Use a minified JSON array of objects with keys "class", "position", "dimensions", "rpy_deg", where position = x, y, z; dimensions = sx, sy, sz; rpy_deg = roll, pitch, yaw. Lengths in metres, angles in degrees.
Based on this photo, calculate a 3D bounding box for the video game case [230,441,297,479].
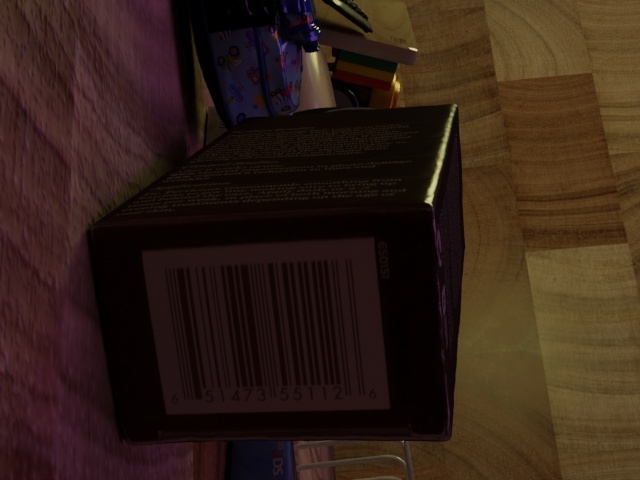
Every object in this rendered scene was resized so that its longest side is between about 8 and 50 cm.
[{"class":"video game case","position":[-0.044,0.343,0.964],"dimensions":[0.269,0.061,0.244],"rpy_deg":[-92,177,-56]}]

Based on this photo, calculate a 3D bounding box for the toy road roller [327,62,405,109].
[{"class":"toy road roller","position":[0.067,-0.128,1.734],"dimensions":[0.202,0.240,0.330],"rpy_deg":[-87,-170,-71]}]

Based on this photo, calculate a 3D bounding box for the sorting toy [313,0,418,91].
[{"class":"sorting toy","position":[0.006,-0.320,1.605],"dimensions":[0.257,0.255,0.089],"rpy_deg":[-90,-166,-61]}]

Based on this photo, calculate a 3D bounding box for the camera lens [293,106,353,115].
[{"class":"camera lens","position":[0.015,-0.003,1.228],"dimensions":[0.219,0.219,0.274],"rpy_deg":[-92,176,-55]}]

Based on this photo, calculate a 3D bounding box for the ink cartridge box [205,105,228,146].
[{"class":"ink cartridge box","position":[-0.084,-0.032,1.006],"dimensions":[0.207,0.046,0.097],"rpy_deg":[-92,176,-46]}]

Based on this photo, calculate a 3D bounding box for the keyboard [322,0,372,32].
[{"class":"keyboard","position":[-0.043,-0.382,1.392],"dimensions":[0.201,0.033,0.317],"rpy_deg":[47,13,21]}]

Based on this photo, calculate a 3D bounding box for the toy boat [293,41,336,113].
[{"class":"toy boat","position":[-0.040,-0.142,1.469],"dimensions":[0.318,0.148,0.268],"rpy_deg":[59,20,-68]}]

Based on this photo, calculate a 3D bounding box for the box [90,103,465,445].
[{"class":"box","position":[0.000,0.000,0.726],"dimensions":[0.381,0.191,0.143],"rpy_deg":[-61,147,-71]}]

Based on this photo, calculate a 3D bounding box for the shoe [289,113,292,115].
[{"class":"shoe","position":[-0.070,-0.177,1.194],"dimensions":[0.178,0.081,0.064],"rpy_deg":[-83,168,-64]}]

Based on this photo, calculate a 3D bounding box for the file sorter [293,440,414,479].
[{"class":"file sorter","position":[0.039,0.376,1.412],"dimensions":[0.278,0.192,0.173],"rpy_deg":[82,0,-50]}]

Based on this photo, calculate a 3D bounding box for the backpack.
[{"class":"backpack","position":[-0.057,-0.186,0.954],"dimensions":[0.158,0.116,0.173],"rpy_deg":[-85,163,-81]}]
